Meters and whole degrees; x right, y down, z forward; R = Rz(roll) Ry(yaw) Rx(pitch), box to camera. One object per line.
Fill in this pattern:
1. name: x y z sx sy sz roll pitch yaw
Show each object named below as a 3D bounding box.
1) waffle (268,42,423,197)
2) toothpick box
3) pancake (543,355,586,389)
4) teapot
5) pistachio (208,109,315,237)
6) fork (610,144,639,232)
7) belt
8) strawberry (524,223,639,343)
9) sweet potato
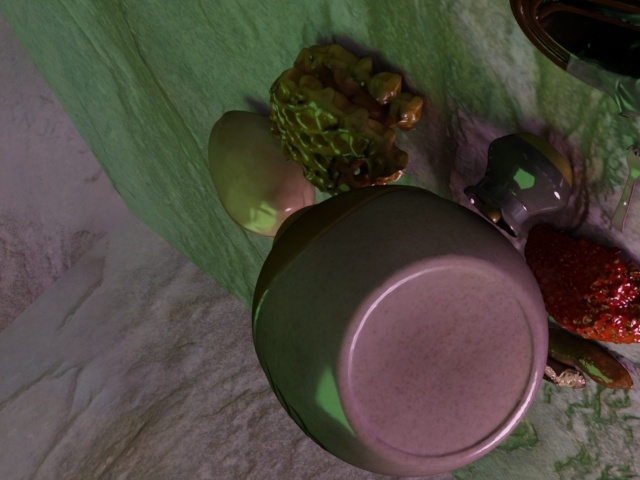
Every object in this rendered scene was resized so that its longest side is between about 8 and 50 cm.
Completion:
1. waffle: 0.038 -0.180 1.464 0.261 0.151 0.324 38 162 8
2. toothpick box: 0.103 0.113 1.319 0.409 0.409 0.425 50 174 -18
3. pancake: 0.371 0.194 1.729 0.257 0.056 0.212 42 172 -23
4. teapot: 0.263 -0.074 1.207 0.130 0.119 0.166 44 179 -1
5. pistachio: -0.122 -0.138 1.839 0.318 0.214 0.193 49 170 31
6. fork: 0.392 -0.062 1.124 0.034 0.028 0.219 28 163 23
7. belt: 0.300 -0.209 0.820 0.261 0.105 0.184 30 161 38
8. strawberry: 0.391 0.081 1.322 0.175 0.107 0.236 54 162 -29
9. sweet potato: 0.452 0.198 1.569 0.218 0.051 0.065 32 146 39
